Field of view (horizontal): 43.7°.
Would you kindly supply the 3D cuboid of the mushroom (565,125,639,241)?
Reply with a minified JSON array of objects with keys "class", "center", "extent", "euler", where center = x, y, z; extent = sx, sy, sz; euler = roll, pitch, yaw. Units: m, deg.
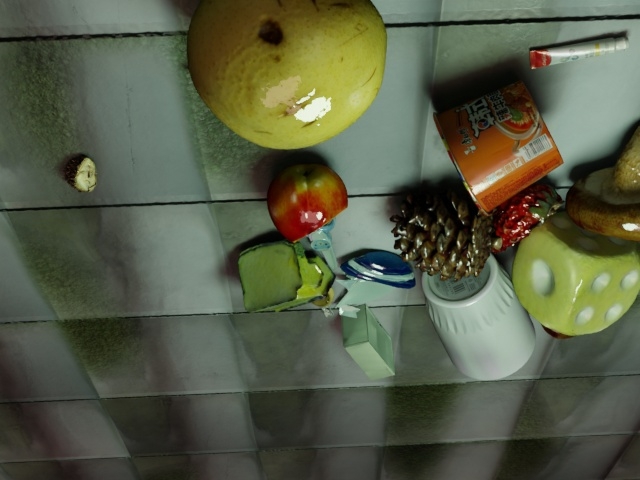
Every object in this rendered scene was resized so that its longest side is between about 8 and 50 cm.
[{"class":"mushroom","center":[0.684,-0.108,1.818],"extent":[0.267,0.255,0.267],"euler":[-19,174,-2]}]

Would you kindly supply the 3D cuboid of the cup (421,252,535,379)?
[{"class":"cup","center":[0.423,0.192,2.150],"extent":[0.253,0.253,0.371],"euler":[-16,139,16]}]

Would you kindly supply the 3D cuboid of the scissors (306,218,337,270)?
[{"class":"scissors","center":[0.000,0.000,2.051],"extent":[0.125,0.030,0.256],"euler":[-8,142,13]}]

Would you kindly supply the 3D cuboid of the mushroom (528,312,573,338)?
[{"class":"mushroom","center":[0.618,0.167,2.249],"extent":[0.148,0.227,0.217],"euler":[-22,-174,-20]}]

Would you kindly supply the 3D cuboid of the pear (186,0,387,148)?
[{"class":"pear","center":[-0.056,-0.326,1.387],"extent":[0.348,0.348,0.348],"euler":[-2,142,-2]}]

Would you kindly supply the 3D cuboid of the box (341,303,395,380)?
[{"class":"box","center":[0.141,0.306,2.374],"extent":[0.086,0.130,0.225],"euler":[-16,140,17]}]

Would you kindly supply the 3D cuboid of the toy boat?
[{"class":"toy boat","center":[0.114,0.119,2.185],"extent":[0.291,0.070,0.210],"euler":[-30,133,34]}]

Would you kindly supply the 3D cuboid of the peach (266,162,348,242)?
[{"class":"peach","center":[-0.029,-0.079,1.821],"extent":[0.190,0.190,0.192],"euler":[-7,124,5]}]

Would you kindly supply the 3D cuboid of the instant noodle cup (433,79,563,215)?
[{"class":"instant noodle cup","center":[0.376,-0.200,1.662],"extent":[0.192,0.250,0.250],"euler":[-27,137,16]}]

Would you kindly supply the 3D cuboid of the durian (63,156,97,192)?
[{"class":"durian","center":[-0.550,-0.150,1.824],"extent":[0.066,0.052,0.130],"euler":[-30,157,-30]}]

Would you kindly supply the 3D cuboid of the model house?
[{"class":"model house","center":[-0.075,0.090,2.092],"extent":[0.194,0.170,0.211],"euler":[-21,165,31]}]

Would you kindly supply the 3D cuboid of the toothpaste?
[{"class":"toothpaste","center":[0.518,-0.379,1.602],"extent":[0.190,0.031,0.048],"euler":[-9,145,11]}]

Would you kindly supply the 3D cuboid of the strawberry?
[{"class":"strawberry","center":[0.467,-0.062,1.938],"extent":[0.111,0.190,0.236],"euler":[48,145,2]}]

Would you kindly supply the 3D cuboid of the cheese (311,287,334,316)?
[{"class":"cheese","center":[0.006,0.169,2.265],"extent":[0.086,0.036,0.162],"euler":[-10,141,11]}]

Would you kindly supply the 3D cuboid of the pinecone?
[{"class":"pinecone","center":[0.300,-0.014,1.899],"extent":[0.272,0.224,0.224],"euler":[5,148,27]}]

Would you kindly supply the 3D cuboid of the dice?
[{"class":"dice","center":[0.637,0.079,1.981],"extent":[0.233,0.227,0.238],"euler":[-8,127,-24]}]
